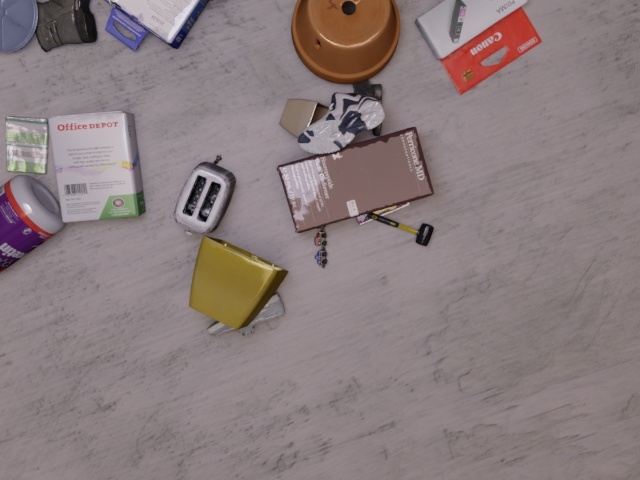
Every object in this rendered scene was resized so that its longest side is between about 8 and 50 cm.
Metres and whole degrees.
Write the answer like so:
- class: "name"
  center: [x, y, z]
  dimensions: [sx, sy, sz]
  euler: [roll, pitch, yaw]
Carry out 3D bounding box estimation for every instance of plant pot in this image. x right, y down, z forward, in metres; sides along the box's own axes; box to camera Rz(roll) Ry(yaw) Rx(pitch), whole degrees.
- class: "plant pot"
  center: [-0.231, 0.120, 1.837]
  dimensions: [0.212, 0.212, 0.187]
  euler: [25, 90, 6]
- class: "plant pot"
  center: [-0.045, -0.325, 1.854]
  dimensions: [0.096, 0.109, 0.109]
  euler: [25, 99, 21]
- class: "plant pot"
  center: [0.068, -0.560, 1.757]
  dimensions: [0.291, 0.203, 0.290]
  euler: [0, 92, -1]

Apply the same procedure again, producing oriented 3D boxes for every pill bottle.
- class: "pill bottle"
  center: [-0.858, -0.019, 1.836]
  dimensions: [0.323, 0.181, 0.181]
  euler: [-35, 99, 4]

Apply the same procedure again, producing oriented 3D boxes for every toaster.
- class: "toaster"
  center: [-0.308, -0.119, 1.858]
  dimensions: [0.129, 0.146, 0.227]
  euler: [25, 97, -7]

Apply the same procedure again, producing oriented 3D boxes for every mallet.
- class: "mallet"
  center: [0.228, -0.048, 1.937]
  dimensions: [0.190, 0.039, 0.062]
  euler: [26, 97, -10]

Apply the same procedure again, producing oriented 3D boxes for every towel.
- class: "towel"
  center: [-0.799, -0.259, 1.880]
  dimensions: [0.113, 0.023, 0.152]
  euler: [4, 99, -2]

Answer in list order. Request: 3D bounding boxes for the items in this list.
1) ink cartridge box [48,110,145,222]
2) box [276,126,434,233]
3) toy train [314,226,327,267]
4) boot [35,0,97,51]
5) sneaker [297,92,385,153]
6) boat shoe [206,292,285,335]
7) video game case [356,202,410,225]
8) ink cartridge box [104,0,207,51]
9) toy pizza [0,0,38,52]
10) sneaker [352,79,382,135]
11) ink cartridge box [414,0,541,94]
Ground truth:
- class: "ink cartridge box"
  center: [-0.591, -0.198, 1.849]
  dimensions: [0.201, 0.117, 0.278]
  euler: [-5, 100, -2]
- class: "box"
  center: [0.092, -0.157, 1.851]
  dimensions: [0.381, 0.143, 0.191]
  euler: [-17, 92, 0]
- class: "toy train"
  center: [0.000, 0.000, 1.948]
  dimensions: [0.036, 0.027, 0.158]
  euler: [-1, 99, 2]
- class: "boot"
  center: [-0.682, -0.624, 1.802]
  dimensions: [0.161, 0.083, 0.246]
  euler: [-4, 95, 8]
- class: "sneaker"
  center: [0.038, -0.315, 1.807]
  dimensions: [0.235, 0.153, 0.094]
  euler: [-32, 120, 1]
- class: "boat shoe"
  center: [-0.206, 0.227, 1.950]
  dimensions: [0.227, 0.079, 0.081]
  euler: [-25, 95, -1]
- class: "video game case"
  center: [0.154, -0.136, 1.937]
  dimensions: [0.157, 0.019, 0.143]
  euler: [-22, 99, 1]
- class: "ink cartridge box"
  center: [-0.411, -0.680, 1.763]
  dimensions: [0.270, 0.151, 0.395]
  euler: [35, 94, -8]
- class: "toy pizza"
  center: [-0.822, -0.593, 1.807]
  dimensions: [0.201, 0.032, 0.201]
  euler: [2, 99, 12]
- class: "sneaker"
  center: [0.122, -0.370, 1.885]
  dimensions: [0.089, 0.051, 0.170]
  euler: [1, 94, -2]
- class: "ink cartridge box"
  center: [0.431, -0.566, 1.860]
  dimensions: [0.275, 0.060, 0.239]
  euler: [-33, 97, 3]
